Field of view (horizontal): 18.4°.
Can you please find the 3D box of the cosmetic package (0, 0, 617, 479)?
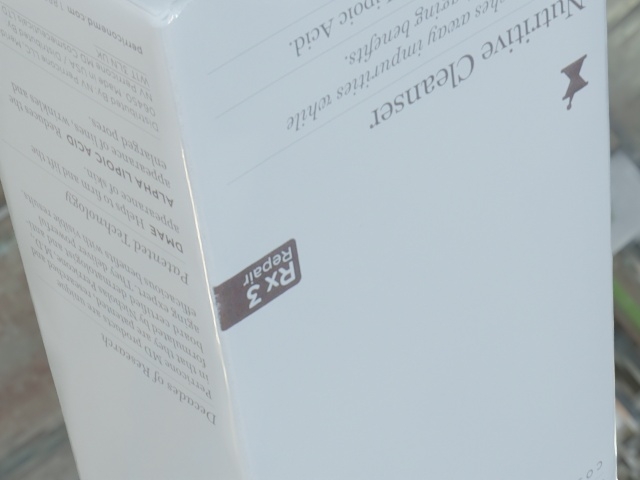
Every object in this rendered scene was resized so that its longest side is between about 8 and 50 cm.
[{"bbox_3d":[0.000,0.000,0.825,0.217,0.156,0.385,-34,133,-26],"label":"cosmetic package"}]
